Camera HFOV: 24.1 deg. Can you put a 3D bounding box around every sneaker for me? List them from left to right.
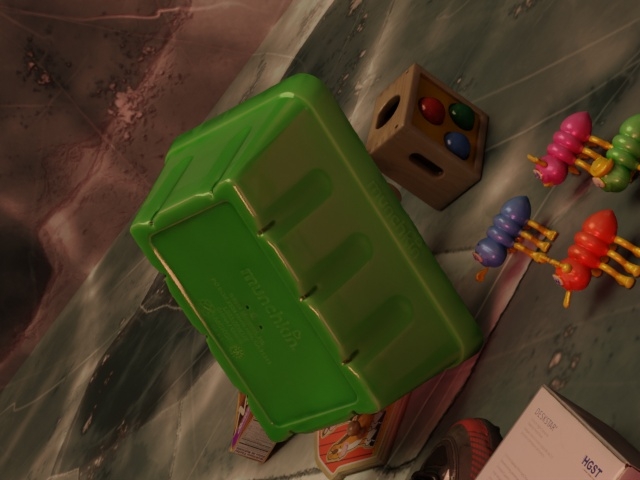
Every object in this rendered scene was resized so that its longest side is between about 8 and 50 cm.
[{"bbox_3d":[0.084,0.275,1.398,0.276,0.135,0.097,-63,18,-20],"label":"sneaker"}]

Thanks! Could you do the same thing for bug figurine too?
[{"bbox_3d":[0.258,-0.039,1.562,0.216,0.072,0.279,-59,19,-6],"label":"bug figurine"}]

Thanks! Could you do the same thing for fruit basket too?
[{"bbox_3d":[0.000,0.000,1.681,0.283,0.392,0.392,-23,37,40],"label":"fruit basket"}]

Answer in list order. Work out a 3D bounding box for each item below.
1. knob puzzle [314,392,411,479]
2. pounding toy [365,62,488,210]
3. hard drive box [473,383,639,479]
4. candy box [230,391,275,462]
[{"bbox_3d":[0.041,0.196,1.776,0.213,0.030,0.213,-47,22,26],"label":"knob puzzle"},{"bbox_3d":[0.112,-0.121,1.870,0.094,0.181,0.206,-40,26,39],"label":"pounding toy"},{"bbox_3d":[0.183,0.262,1.249,0.232,0.089,0.181,-55,20,6],"label":"hard drive box"},{"bbox_3d":[-0.055,0.185,1.926,0.109,0.053,0.187,-85,21,-49],"label":"candy box"}]
